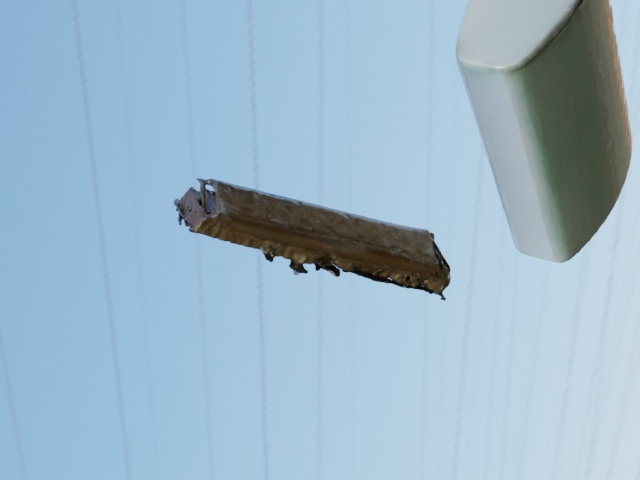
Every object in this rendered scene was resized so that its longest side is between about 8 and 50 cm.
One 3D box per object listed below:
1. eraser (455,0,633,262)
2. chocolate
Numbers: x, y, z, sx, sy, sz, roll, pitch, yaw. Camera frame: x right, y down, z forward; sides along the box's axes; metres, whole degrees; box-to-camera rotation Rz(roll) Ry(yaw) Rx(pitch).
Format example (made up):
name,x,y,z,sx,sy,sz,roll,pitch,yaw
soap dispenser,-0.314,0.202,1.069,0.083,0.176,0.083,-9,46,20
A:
name,x,y,z,sx,sy,sz,roll,pitch,yaw
eraser,0.223,-0.135,1.135,0.189,0.104,0.290,-61,-33,-27
chocolate,0.001,-0.007,1.318,0.329,0.102,0.065,12,-62,-25
